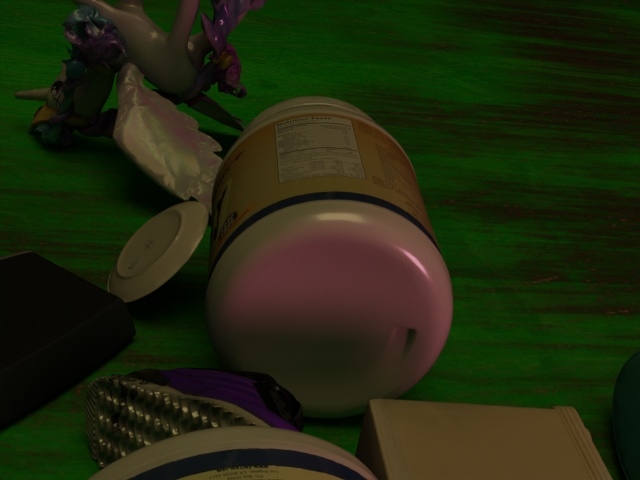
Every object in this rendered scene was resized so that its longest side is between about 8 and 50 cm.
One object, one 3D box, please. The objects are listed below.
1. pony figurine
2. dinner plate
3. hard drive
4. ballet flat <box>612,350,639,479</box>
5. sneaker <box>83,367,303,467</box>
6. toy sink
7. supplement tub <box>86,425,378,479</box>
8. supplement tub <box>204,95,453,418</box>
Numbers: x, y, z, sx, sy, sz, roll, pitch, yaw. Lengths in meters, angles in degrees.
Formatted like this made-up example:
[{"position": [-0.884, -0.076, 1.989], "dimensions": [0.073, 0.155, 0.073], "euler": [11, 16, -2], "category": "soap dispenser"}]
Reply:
[{"position": [-0.205, -0.233, 1.286], "dimensions": [0.351, 0.363, 0.303], "euler": [29, 23, 0], "category": "pony figurine"}, {"position": [-0.178, 0.007, 1.042], "dimensions": [0.017, 0.141, 0.141], "euler": [46, 13, -30], "category": "dinner plate"}, {"position": [-0.312, 0.091, 0.905], "dimensions": [0.172, 0.054, 0.254], "euler": [24, 32, 23], "category": "hard drive"}, {"position": [0.344, 0.214, 0.849], "dimensions": [0.124, 0.116, 0.342], "euler": [25, 19, -3], "category": "ballet flat"}, {"position": [-0.057, 0.155, 0.778], "dimensions": [0.146, 0.102, 0.293], "euler": [-4, 12, -42], "category": "sneaker"}, {"position": [0.143, 0.218, 0.737], "dimensions": [0.234, 0.153, 0.131], "euler": [4, 29, -10], "category": "toy sink"}, {"position": [-0.027, 0.279, 0.485], "dimensions": [0.235, 0.235, 0.325], "euler": [1, 31, -17], "category": "supplement tub"}, {"position": [0.000, 0.000, 0.994], "dimensions": [0.228, 0.228, 0.316], "euler": [6, 29, -8], "category": "supplement tub"}]
